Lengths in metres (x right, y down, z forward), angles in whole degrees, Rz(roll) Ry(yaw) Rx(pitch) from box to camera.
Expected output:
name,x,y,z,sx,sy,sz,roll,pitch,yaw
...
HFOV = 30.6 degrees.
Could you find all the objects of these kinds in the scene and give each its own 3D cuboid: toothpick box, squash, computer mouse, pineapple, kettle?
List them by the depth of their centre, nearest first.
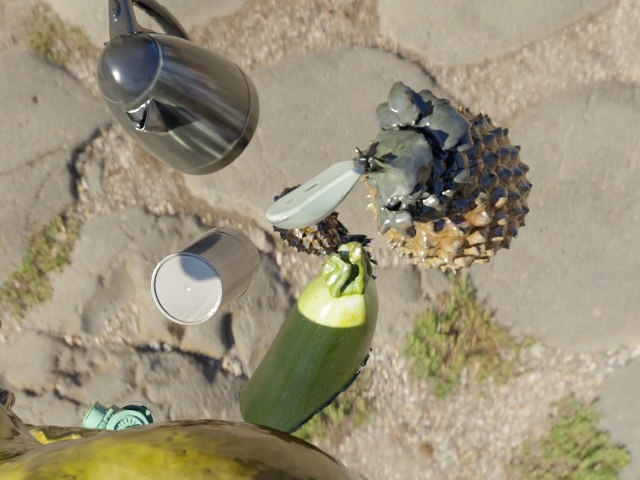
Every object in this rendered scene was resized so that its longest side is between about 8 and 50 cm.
name,x,y,z,sx,sy,sz,roll,pitch,yaw
squash,0.007,0.076,0.926,0.075,0.200,0.090,38,37,10
computer mouse,0.002,-0.040,1.097,0.110,0.056,0.032,-34,111,-11
pineapple,0.131,-0.083,1.411,0.223,0.357,0.223,-3,81,19
pineapple,0.001,0.000,1.632,0.083,0.221,0.103,-10,55,33
toothpick box,-0.164,0.049,1.702,0.111,0.180,0.111,3,103,14
kettle,-0.242,-0.258,1.861,0.207,0.271,0.251,16,84,31

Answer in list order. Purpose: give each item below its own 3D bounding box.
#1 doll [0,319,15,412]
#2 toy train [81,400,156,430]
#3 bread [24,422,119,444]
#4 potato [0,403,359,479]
name,x,y,z,sx,sy,sz,roll,pitch,yaw
doll,-0.600,0.219,1.800,0.318,0.340,0.209,35,47,-7
toy train,-0.255,0.379,1.825,0.307,0.126,0.189,33,93,-4
bread,-0.265,0.262,1.390,0.367,0.084,0.077,2,81,20
potato,-0.114,0.199,0.727,0.296,0.290,0.397,-37,46,0
